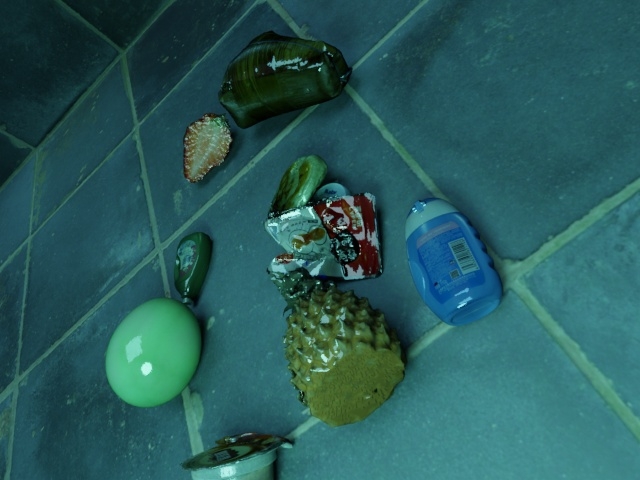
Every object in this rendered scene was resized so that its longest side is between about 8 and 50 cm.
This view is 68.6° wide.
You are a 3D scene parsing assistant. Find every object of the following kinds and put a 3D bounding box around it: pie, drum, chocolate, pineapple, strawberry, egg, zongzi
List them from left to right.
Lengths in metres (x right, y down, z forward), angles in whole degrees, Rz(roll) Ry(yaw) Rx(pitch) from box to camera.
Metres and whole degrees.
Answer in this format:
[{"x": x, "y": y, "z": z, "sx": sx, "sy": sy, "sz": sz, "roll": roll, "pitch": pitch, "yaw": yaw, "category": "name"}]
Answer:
[{"x": -0.410, "y": 0.273, "z": 1.169, "sx": 0.220, "sy": 0.220, "sz": 0.270, "roll": -14, "pitch": 56, "yaw": 32, "category": "egg"}, {"x": -0.369, "y": -0.313, "z": 1.563, "sx": 0.236, "sy": 0.106, "sz": 0.175, "roll": -36, "pitch": 85, "yaw": 19, "category": "strawberry"}, {"x": -0.154, "y": 0.472, "z": 0.915, "sx": 0.221, "sy": 0.221, "sz": 0.147, "roll": -20, "pitch": 83, "yaw": 29, "category": "chocolate"}, {"x": -0.065, "y": -0.111, "z": 1.188, "sx": 0.240, "sy": 0.054, "sz": 0.241, "roll": -45, "pitch": 31, "yaw": 37, "category": "pie"}, {"x": -0.072, "y": -0.561, "z": 1.416, "sx": 0.403, "sy": 0.208, "sz": 0.433, "roll": -4, "pitch": 51, "yaw": 31, "category": "zongzi"}, {"x": -0.010, "y": -0.026, "z": 1.142, "sx": 0.130, "sy": 0.049, "sz": 0.253, "roll": 30, "pitch": 86, "yaw": 44, "category": "drum"}, {"x": 0.005, "y": 0.166, "z": 0.930, "sx": 0.223, "sy": 0.223, "sz": 0.357, "roll": -47, "pitch": 37, "yaw": 7, "category": "pineapple"}]

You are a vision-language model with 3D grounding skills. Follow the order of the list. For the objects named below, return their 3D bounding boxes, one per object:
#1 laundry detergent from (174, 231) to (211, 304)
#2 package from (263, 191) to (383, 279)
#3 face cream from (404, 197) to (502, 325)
[{"x": -0.380, "y": 0.088, "z": 1.365, "sx": 0.137, "sy": 0.063, "sz": 0.211, "roll": -19, "pitch": 58, "yaw": 32, "category": "laundry detergent"}, {"x": 0.000, "y": 0.000, "z": 1.058, "sx": 0.269, "sy": 0.071, "sz": 0.194, "roll": -8, "pitch": 88, "yaw": 8, "category": "package"}, {"x": 0.236, "y": 0.026, "z": 0.894, "sx": 0.149, "sy": 0.083, "sz": 0.264, "roll": -31, "pitch": 50, "yaw": 20, "category": "face cream"}]
